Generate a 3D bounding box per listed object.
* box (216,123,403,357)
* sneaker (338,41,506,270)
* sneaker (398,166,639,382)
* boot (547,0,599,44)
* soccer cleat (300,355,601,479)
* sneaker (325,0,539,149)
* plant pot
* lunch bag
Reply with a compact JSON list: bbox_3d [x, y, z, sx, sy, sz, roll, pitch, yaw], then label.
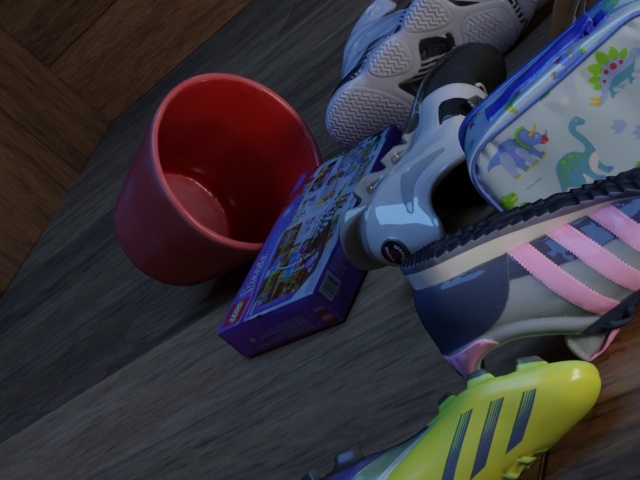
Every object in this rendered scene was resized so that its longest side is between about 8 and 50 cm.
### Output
[{"bbox_3d":[0.000,0.000,1.496,0.201,0.057,0.293,-25,31,48],"label":"box"},{"bbox_3d":[0.160,-0.094,1.284,0.146,0.122,0.330,-1,47,41],"label":"sneaker"},{"bbox_3d":[0.231,0.020,0.932,0.319,0.131,0.112,-19,7,19],"label":"sneaker"},{"bbox_3d":[0.306,-0.242,1.216,0.220,0.109,0.283,-17,34,53],"label":"boot"},{"bbox_3d":[0.104,0.190,0.921,0.289,0.093,0.121,-35,54,24],"label":"soccer cleat"},{"bbox_3d":[0.147,-0.293,1.610,0.366,0.137,0.210,-43,23,26],"label":"sneaker"},{"bbox_3d":[-0.168,-0.066,1.710,0.243,0.275,0.275,-38,20,50],"label":"plant pot"},{"bbox_3d":[0.237,-0.095,0.994,0.219,0.176,0.090,-43,21,19],"label":"lunch bag"}]
